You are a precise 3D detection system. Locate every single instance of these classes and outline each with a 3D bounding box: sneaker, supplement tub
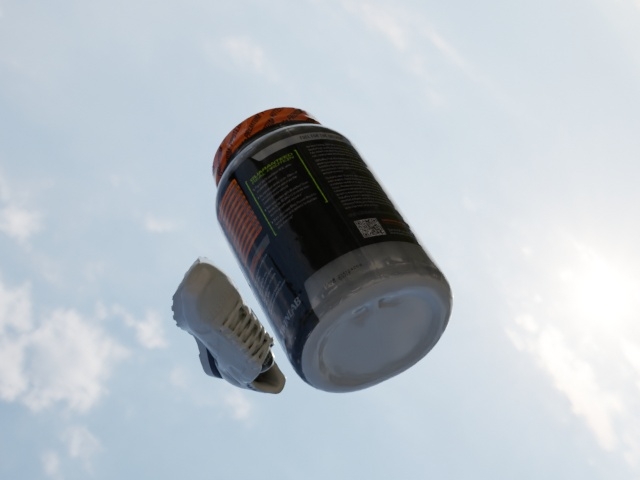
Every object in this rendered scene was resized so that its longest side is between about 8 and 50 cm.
[{"bbox_3d":[-0.102,0.103,1.375,0.094,0.235,0.090,26,-113,28],"label":"sneaker"},{"bbox_3d":[0.000,0.000,0.797,0.117,0.117,0.190,14,-146,-41],"label":"supplement tub"}]
